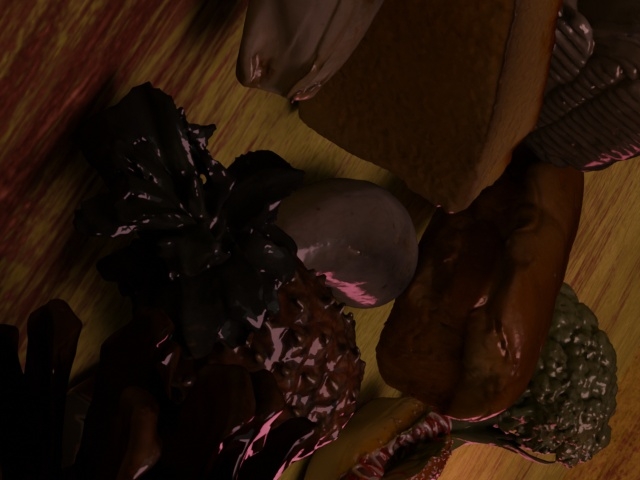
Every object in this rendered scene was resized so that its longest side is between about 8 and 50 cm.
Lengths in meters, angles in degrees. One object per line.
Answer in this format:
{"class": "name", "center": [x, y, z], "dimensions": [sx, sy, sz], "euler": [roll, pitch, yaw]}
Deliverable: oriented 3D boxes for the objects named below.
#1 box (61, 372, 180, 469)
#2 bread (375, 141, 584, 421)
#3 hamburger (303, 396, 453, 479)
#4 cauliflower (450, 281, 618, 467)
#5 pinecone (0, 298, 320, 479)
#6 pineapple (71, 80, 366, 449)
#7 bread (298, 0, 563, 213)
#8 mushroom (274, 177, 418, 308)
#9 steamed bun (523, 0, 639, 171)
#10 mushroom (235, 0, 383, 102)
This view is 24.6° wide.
{"class": "box", "center": [-0.119, 0.131, 1.172], "dimensions": [0.224, 0.069, 0.120], "euler": [-32, 144, -54]}
{"class": "bread", "center": [0.174, 0.015, 1.462], "dimensions": [0.344, 0.149, 0.195], "euler": [-62, 173, -46]}
{"class": "hamburger", "center": [0.065, 0.266, 1.685], "dimensions": [0.210, 0.116, 0.173], "euler": [-31, 145, -45]}
{"class": "cauliflower", "center": [0.228, 0.158, 1.824], "dimensions": [0.327, 0.281, 0.260], "euler": [62, 32, -36]}
{"class": "pinecone", "center": [-0.179, 0.175, 0.782], "dimensions": [0.384, 0.384, 0.384], "euler": [-48, 155, -31]}
{"class": "pineapple", "center": [-0.068, 0.023, 1.013], "dimensions": [0.170, 0.141, 0.310], "euler": [-49, 139, -18]}
{"class": "bread", "center": [0.086, -0.175, 1.091], "dimensions": [0.114, 0.185, 0.275], "euler": [-35, 147, -40]}
{"class": "mushroom", "center": [0.000, 0.000, 1.241], "dimensions": [0.118, 0.103, 0.270], "euler": [-56, 153, 15]}
{"class": "steamed bun", "center": [0.246, -0.178, 1.370], "dimensions": [0.218, 0.211, 0.144], "euler": [-33, -159, 55]}
{"class": "mushroom", "center": [-0.006, -0.230, 0.885], "dimensions": [0.123, 0.095, 0.351], "euler": [-28, 144, -22]}
